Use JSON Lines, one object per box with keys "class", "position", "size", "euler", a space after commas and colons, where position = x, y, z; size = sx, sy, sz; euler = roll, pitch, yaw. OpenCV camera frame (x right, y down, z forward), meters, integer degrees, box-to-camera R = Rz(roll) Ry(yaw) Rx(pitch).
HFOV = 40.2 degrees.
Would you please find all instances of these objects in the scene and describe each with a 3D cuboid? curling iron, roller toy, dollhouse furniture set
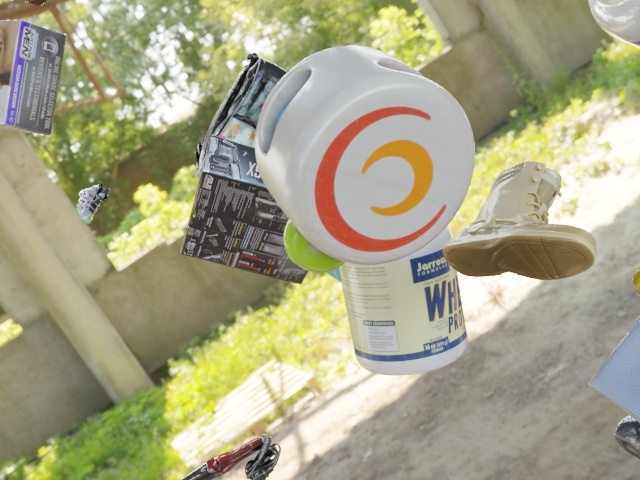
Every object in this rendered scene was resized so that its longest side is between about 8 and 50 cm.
{"class": "curling iron", "position": [-0.153, 0.345, 1.305], "size": [0.274, 0.035, 0.068], "euler": [-28, 33, 43]}
{"class": "roller toy", "position": [0.041, -0.088, 0.855], "size": [0.209, 0.191, 0.146], "euler": [-20, 31, -12]}
{"class": "dollhouse furniture set", "position": [0.446, 0.197, 1.078], "size": [0.286, 0.303, 0.198], "euler": [-49, -31, -3]}

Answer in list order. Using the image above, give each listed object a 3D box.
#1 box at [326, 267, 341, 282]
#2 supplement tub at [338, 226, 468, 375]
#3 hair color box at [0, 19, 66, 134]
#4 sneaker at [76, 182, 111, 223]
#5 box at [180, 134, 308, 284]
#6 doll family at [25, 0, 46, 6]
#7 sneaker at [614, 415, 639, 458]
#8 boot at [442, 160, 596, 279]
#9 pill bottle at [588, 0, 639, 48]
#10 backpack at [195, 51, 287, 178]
{"class": "box", "position": [0.000, 0.000, 1.950], "size": [0.100, 0.244, 0.060], "euler": [-43, -26, -33]}
{"class": "supplement tub", "position": [0.159, 0.082, 1.751], "size": [0.235, 0.325, 0.235], "euler": [-10, 12, 2]}
{"class": "hair color box", "position": [-0.624, -0.302, 1.606], "size": [0.338, 0.185, 0.110], "euler": [9, 0, 34]}
{"class": "sneaker", "position": [-0.443, -0.080, 1.724], "size": [0.069, 0.038, 0.098], "euler": [-27, 45, 9]}
{"class": "box", "position": [-0.108, -0.043, 1.548], "size": [0.307, 0.242, 0.077], "euler": [118, 164, -59]}
{"class": "doll family", "position": [-0.312, -0.338, 0.982], "size": [0.076, 0.111, 0.193], "euler": [13, 35, 17]}
{"class": "sneaker", "position": [0.501, 0.316, 1.301], "size": [0.163, 0.086, 0.226], "euler": [-5, 4, -34]}
{"class": "boot", "position": [0.334, -0.037, 1.343], "size": [0.262, 0.095, 0.203], "euler": [-7, 39, 53]}
{"class": "pill bottle", "position": [0.396, -0.273, 0.910], "size": [0.176, 0.318, 0.176], "euler": [-49, 32, 46]}
{"class": "backpack", "position": [-0.134, -0.204, 1.714], "size": [0.254, 0.191, 0.225], "euler": [-56, 9, -7]}
